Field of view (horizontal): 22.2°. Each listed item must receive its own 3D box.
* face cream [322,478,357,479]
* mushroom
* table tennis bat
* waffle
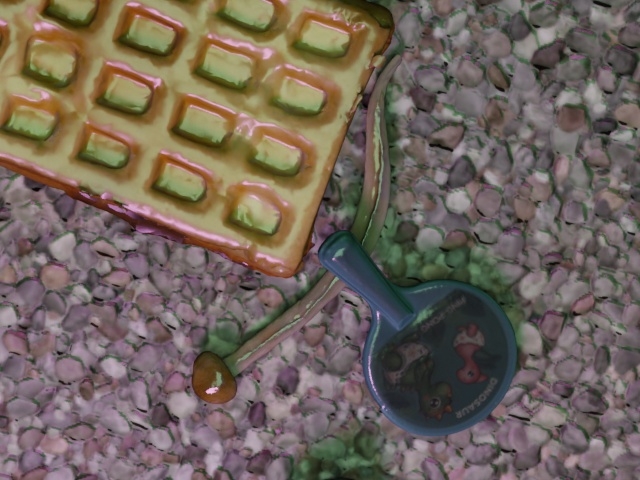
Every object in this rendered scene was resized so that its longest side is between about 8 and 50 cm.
[{"bbox_3d":[0.024,0.305,1.279,0.075,0.075,0.229,-14,98,-3],"label":"face cream"},{"bbox_3d":[0.001,0.001,1.265,0.068,0.043,0.306,34,91,-32],"label":"mushroom"},{"bbox_3d":[0.070,0.067,1.265,0.124,0.033,0.201,-44,111,-2],"label":"table tennis bat"},{"bbox_3d":[-0.130,-0.123,1.202,0.327,0.098,0.224,21,94,-4],"label":"waffle"}]
